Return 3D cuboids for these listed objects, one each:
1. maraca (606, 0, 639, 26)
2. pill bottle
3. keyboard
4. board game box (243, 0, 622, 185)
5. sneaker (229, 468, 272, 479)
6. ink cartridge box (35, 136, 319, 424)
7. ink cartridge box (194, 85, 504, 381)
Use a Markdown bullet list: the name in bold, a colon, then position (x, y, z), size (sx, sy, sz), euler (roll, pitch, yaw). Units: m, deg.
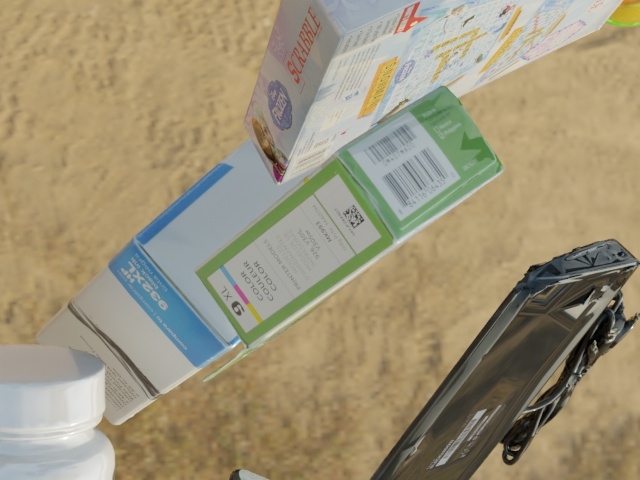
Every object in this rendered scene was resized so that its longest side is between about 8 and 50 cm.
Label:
- **maraca**: position (0.279, -0.277, 1.330), size (0.127, 0.099, 0.185), euler (1, 109, -28)
- **pill bottle**: position (-0.255, 0.238, 1.286), size (0.161, 0.161, 0.283), euler (-9, 106, -51)
- **keyboard**: position (0.112, 0.117, 1.042), size (0.201, 0.317, 0.033), euler (-8, 50, -46)
- **board game box**: position (0.110, -0.177, 1.113), size (0.318, 0.318, 0.066), euler (-26, 81, -15)
- **sneaker**: position (-0.018, 0.199, 1.170), size (0.043, 0.109, 0.040), euler (-65, 173, 19)
- **ink cartridge box**: position (-0.112, 0.029, 1.436), size (0.129, 0.307, 0.223), euler (48, 58, -4)
- **ink cartridge box**: position (0.000, 0.000, 0.907), size (0.109, 0.209, 0.062), euler (-33, 86, -44)
